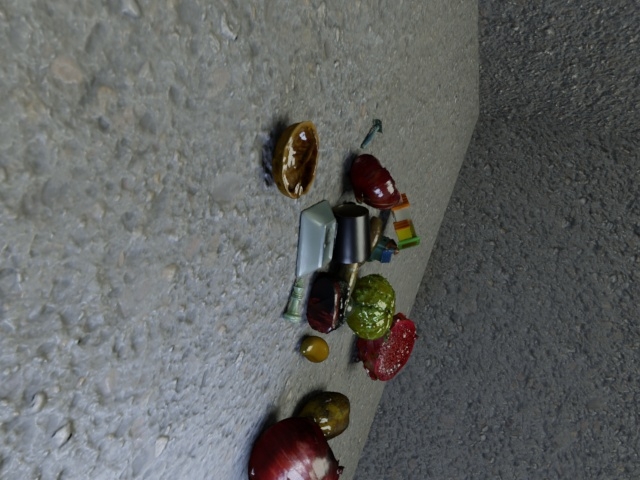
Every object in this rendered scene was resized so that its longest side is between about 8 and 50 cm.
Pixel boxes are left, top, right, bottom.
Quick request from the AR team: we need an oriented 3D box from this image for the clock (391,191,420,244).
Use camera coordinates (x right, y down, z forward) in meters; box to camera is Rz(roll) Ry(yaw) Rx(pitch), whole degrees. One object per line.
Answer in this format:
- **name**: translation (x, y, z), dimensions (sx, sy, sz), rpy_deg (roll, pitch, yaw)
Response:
- **clock**: translation (0.397, -0.098, 2.182), dimensions (0.220, 0.106, 0.256), rpy_deg (41, 34, -76)

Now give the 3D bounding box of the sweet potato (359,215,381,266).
- **sweet potato**: translation (0.229, 0.011, 2.040), dimensions (0.077, 0.077, 0.244), rpy_deg (28, 79, -65)

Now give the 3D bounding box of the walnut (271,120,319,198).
- **walnut**: translation (-0.077, -0.222, 1.217), dimensions (0.167, 0.087, 0.212), rpy_deg (1, 103, -58)

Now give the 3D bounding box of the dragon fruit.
- **dragon fruit**: translation (0.336, 0.550, 2.428), dimensions (0.370, 0.248, 0.387), rpy_deg (-20, 121, -42)

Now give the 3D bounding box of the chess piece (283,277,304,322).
- **chess piece**: translation (-0.085, 0.201, 1.528), dimensions (0.059, 0.059, 0.149), rpy_deg (23, 77, -66)

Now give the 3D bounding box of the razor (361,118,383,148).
- **razor**: translation (0.198, -0.406, 1.754), dimensions (0.135, 0.040, 0.068), rpy_deg (-55, 150, -24)

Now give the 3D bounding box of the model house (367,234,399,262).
- **model house**: translation (0.314, 0.049, 2.156), dimensions (0.148, 0.148, 0.120), rpy_deg (-39, 140, -48)

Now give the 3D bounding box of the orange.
- **orange**: translation (0.216, 0.300, 2.028), dimensions (0.301, 0.223, 0.300), rpy_deg (60, 41, -54)

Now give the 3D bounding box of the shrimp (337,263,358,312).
- **shrimp**: translation (0.096, 0.159, 1.801), dimensions (0.168, 0.077, 0.318), rpy_deg (172, -66, -81)

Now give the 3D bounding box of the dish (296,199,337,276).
- **dish**: translation (0.000, 0.000, 1.539), dimensions (0.182, 0.080, 0.244), rpy_deg (-32, 133, -55)

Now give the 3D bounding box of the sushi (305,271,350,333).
- **sushi**: translation (0.028, 0.229, 1.685), dimensions (0.126, 0.136, 0.225), rpy_deg (-9, 107, -67)

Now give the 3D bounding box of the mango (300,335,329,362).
- **mango**: translation (-0.027, 0.423, 1.756), dimensions (0.184, 0.084, 0.102), rpy_deg (41, 72, -53)

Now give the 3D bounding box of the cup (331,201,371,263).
- **cup**: translation (0.094, -0.043, 1.687), dimensions (0.165, 0.239, 0.177), rpy_deg (-9, 115, -17)

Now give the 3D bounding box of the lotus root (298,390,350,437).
- **lotus root**: translation (0.028, 0.774, 1.978), dimensions (0.397, 0.179, 0.196), rpy_deg (21, 88, -65)

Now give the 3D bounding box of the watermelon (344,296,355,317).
- **watermelon**: translation (0.092, 0.268, 1.895), dimensions (0.133, 0.105, 0.105), rpy_deg (-104, -168, -56)

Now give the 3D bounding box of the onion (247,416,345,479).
- **onion**: translation (-0.105, 0.795, 1.582), dimensions (0.341, 0.341, 0.342), rpy_deg (-44, 143, -47)

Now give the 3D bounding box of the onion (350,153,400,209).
- **onion**: translation (0.200, -0.217, 1.686), dimensions (0.248, 0.161, 0.248), rpy_deg (-16, 90, -82)
